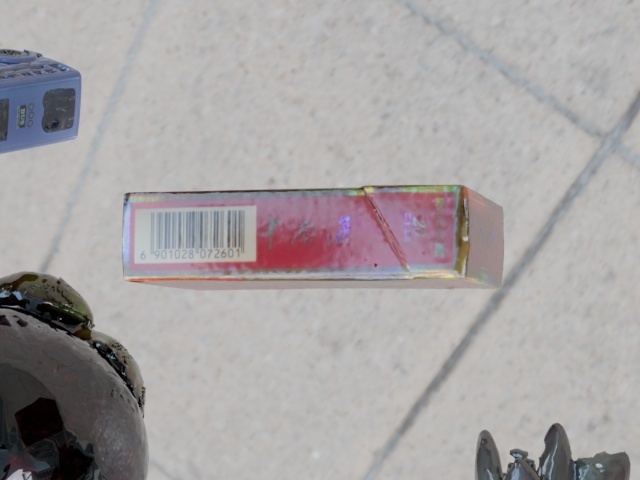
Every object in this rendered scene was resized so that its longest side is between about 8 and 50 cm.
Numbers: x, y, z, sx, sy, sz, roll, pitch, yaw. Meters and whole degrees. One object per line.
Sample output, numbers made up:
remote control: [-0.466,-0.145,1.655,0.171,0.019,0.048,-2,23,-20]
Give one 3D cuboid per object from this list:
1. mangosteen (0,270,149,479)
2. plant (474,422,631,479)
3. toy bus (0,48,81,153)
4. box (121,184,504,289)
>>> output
mangosteen: [-0.408,0.229,1.864,0.381,0.421,0.381,-4,155,-2]
plant: [0.193,0.343,1.455,0.194,0.321,0.181,31,157,-35]
toy bus: [-0.447,-0.168,1.924,0.133,0.292,0.125,18,111,32]
box: [0.000,0.000,1.375,0.313,0.197,0.089,0,85,16]
